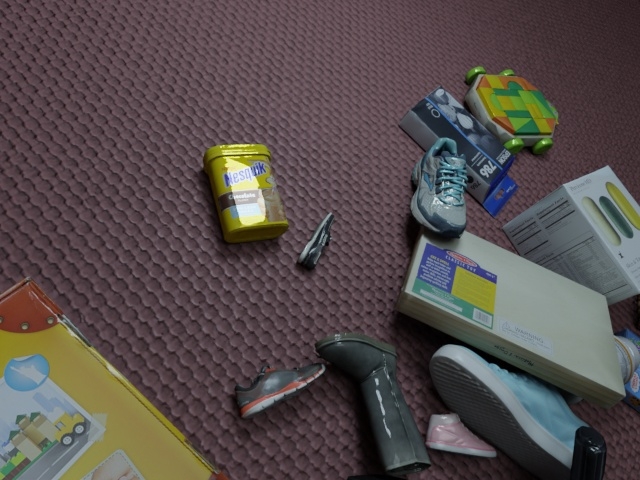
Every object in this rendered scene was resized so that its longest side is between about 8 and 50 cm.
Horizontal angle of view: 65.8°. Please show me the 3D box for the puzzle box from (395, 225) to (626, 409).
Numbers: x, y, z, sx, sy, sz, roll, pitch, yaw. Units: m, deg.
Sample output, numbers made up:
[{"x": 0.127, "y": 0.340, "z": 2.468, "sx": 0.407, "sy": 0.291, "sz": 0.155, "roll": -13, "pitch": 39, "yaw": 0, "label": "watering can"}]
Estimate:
[{"x": 0.361, "y": 0.118, "z": 0.954, "sx": 0.409, "sy": 0.052, "sz": 0.272, "roll": 26, "pitch": 39, "yaw": 5, "label": "puzzle box"}]

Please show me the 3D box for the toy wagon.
[{"x": 0.562, "y": -0.369, "z": 1.395, "sx": 0.345, "sy": 0.068, "sz": 0.267, "roll": -7, "pitch": 67, "yaw": -28, "label": "toy wagon"}]

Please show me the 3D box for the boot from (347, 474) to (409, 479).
[{"x": 0.117, "y": 0.495, "z": 0.678, "sx": 0.096, "sy": 0.264, "sz": 0.280, "roll": 24, "pitch": 78, "yaw": -53, "label": "boot"}]

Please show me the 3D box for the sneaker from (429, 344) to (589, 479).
[{"x": 0.350, "y": 0.288, "z": 0.905, "sx": 0.366, "sy": 0.135, "sz": 0.150, "roll": 44, "pitch": 52, "yaw": -11, "label": "sneaker"}]

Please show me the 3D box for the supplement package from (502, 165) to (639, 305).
[{"x": 0.608, "y": 0.007, "z": 1.129, "sx": 0.199, "sy": 0.198, "sz": 0.262, "roll": -20, "pitch": 73, "yaw": -32, "label": "supplement package"}]

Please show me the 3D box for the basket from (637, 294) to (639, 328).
[{"x": 0.962, "y": 0.143, "z": 1.210, "sx": 0.299, "sy": 0.213, "sz": 0.223, "roll": 26, "pitch": 55, "yaw": -10, "label": "basket"}]

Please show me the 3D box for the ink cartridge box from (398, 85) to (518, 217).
[{"x": 0.363, "y": -0.225, "z": 1.228, "sx": 0.333, "sy": 0.065, "sz": 0.165, "roll": 45, "pitch": 54, "yaw": 2, "label": "ink cartridge box"}]

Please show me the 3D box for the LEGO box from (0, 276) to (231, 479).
[{"x": -0.378, "y": 0.345, "z": 0.487, "sx": 0.372, "sy": 0.193, "sz": 0.500, "roll": 44, "pitch": 54, "yaw": 2, "label": "LEGO box"}]

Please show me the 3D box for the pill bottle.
[{"x": 0.553, "y": 0.255, "z": 1.017, "sx": 0.215, "sy": 0.117, "sz": 0.117, "roll": -5, "pitch": 66, "yaw": -28, "label": "pill bottle"}]

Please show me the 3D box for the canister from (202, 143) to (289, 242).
[{"x": -0.136, "y": -0.086, "z": 0.913, "sx": 0.126, "sy": 0.073, "sz": 0.169, "roll": -8, "pitch": 68, "yaw": -28, "label": "canister"}]

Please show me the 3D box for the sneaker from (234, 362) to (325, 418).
[{"x": -0.064, "y": 0.220, "z": 0.788, "sx": 0.158, "sy": 0.061, "sz": 0.064, "roll": -19, "pitch": 66, "yaw": -33, "label": "sneaker"}]

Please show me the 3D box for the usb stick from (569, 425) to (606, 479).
[{"x": 0.423, "y": 0.441, "z": 0.805, "sx": 0.045, "sy": 0.077, "sz": 0.277, "roll": 5, "pitch": 98, "yaw": 19, "label": "usb stick"}]

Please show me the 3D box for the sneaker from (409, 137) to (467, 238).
[{"x": 0.256, "y": -0.121, "z": 1.042, "sx": 0.110, "sy": 0.122, "sz": 0.283, "roll": 14, "pitch": 40, "yaw": -11, "label": "sneaker"}]

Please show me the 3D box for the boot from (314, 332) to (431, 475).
[{"x": 0.083, "y": 0.261, "z": 0.793, "sx": 0.190, "sy": 0.076, "sz": 0.208, "roll": 17, "pitch": 50, "yaw": -31, "label": "boot"}]

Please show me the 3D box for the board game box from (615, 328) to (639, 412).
[{"x": 0.753, "y": 0.326, "z": 1.119, "sx": 0.211, "sy": 0.039, "sz": 0.160, "roll": 38, "pitch": 54, "yaw": -2, "label": "board game box"}]

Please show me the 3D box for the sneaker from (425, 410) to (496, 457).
[{"x": 0.249, "y": 0.339, "z": 0.869, "sx": 0.134, "sy": 0.051, "sz": 0.070, "roll": 15, "pitch": 63, "yaw": -12, "label": "sneaker"}]

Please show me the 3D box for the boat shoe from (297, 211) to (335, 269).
[{"x": 0.000, "y": 0.000, "z": 0.944, "sx": 0.038, "sy": 0.046, "sz": 0.125, "roll": 34, "pitch": 57, "yaw": -5, "label": "boat shoe"}]
